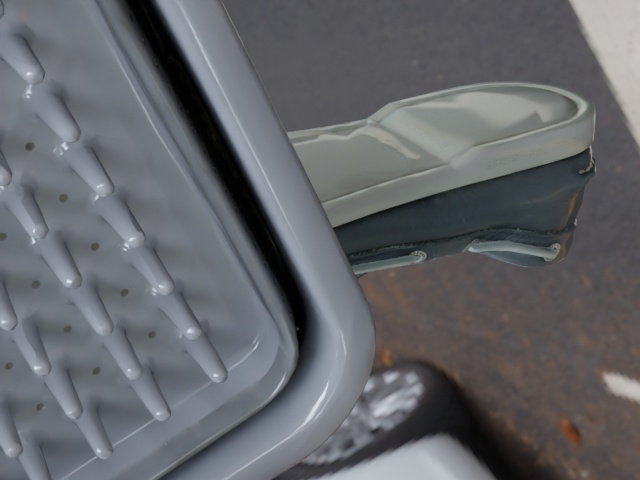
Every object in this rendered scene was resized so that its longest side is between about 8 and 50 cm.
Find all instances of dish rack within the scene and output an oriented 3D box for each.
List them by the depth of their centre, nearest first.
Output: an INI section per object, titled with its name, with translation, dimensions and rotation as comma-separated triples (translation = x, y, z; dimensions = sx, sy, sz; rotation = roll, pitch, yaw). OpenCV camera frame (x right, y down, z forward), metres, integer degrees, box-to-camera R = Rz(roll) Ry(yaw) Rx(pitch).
[dish rack]
translation = -0.164, 0.035, 0.478
dimensions = 0.072, 0.333, 0.285
rotation = 51, 170, 49

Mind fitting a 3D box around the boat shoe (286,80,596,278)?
[boat shoe]
translation = 0.000, 0.000, 0.749
dimensions = 0.116, 0.319, 0.099
rotation = 42, 142, 54
